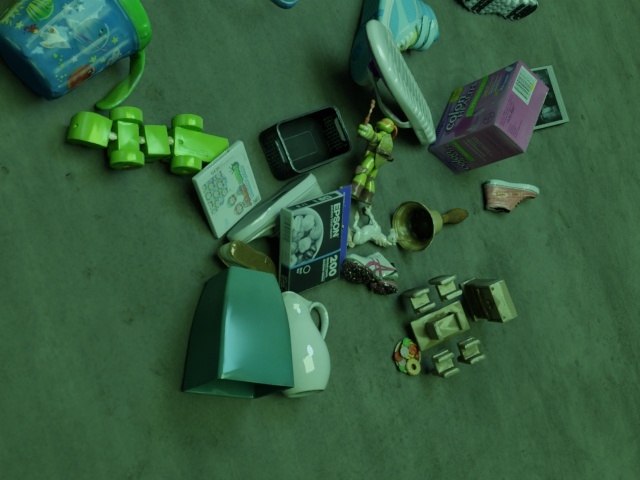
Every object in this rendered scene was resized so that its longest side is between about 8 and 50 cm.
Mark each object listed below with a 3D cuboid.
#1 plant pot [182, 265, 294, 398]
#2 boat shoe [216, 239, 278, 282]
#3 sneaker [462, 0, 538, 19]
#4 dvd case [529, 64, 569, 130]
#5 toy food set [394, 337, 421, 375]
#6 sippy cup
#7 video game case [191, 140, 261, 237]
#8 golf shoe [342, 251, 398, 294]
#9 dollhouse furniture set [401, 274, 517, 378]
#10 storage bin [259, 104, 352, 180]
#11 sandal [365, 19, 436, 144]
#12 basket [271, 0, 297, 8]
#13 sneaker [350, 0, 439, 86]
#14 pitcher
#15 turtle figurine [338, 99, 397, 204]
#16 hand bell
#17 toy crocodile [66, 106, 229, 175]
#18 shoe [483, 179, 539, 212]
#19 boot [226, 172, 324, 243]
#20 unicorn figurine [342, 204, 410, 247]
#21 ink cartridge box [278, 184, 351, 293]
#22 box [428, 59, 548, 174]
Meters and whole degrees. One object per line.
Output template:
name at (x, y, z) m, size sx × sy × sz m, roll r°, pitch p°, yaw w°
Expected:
plant pot at (-0.160, 0.182, 1.586) m, size 0.165 × 0.165 × 0.234 m, roll 14°, pitch 65°, yaw -31°
boat shoe at (-0.153, 0.051, 1.676) m, size 0.170 × 0.059 × 0.063 m, roll 44°, pitch 50°, yaw -43°
sneaker at (0.491, -0.707, 2.237) m, size 0.292 × 0.110 × 0.118 m, roll 0°, pitch 73°, yaw -42°
dvd case at (0.612, -0.407, 2.294) m, size 0.238 × 0.029 × 0.179 m, roll -17°, pitch 89°, yaw -35°
toy food set at (0.209, 0.276, 1.892) m, size 0.082 × 0.020 × 0.083 m, roll 29°, pitch 66°, yaw -26°
sippy cup at (-0.472, -0.389, 1.466) m, size 0.305 × 0.240 × 0.224 m, roll 45°, pitch 70°, yaw -8°
video game case at (-0.193, -0.106, 1.658) m, size 0.143 × 0.019 × 0.157 m, roll -46°, pitch 138°, yaw -32°
golf shoe at (0.113, 0.062, 1.839) m, size 0.186 × 0.067 × 0.086 m, roll 30°, pitch 53°, yaw -45°
dollhouse furniture set at (0.327, 0.186, 1.940) m, size 0.242 × 0.161 × 0.212 m, roll -22°, pitch 93°, yaw -16°
storage bin at (-0.033, -0.221, 1.795) m, size 0.180 × 0.084 × 0.122 m, roll -25°, pitch 94°, yaw -35°
sandal at (0.173, -0.343, 1.875) m, size 0.416 × 0.102 × 0.169 m, roll 47°, pitch 29°, yaw -51°
basket at (-0.131, -0.672, 1.749) m, size 0.289 × 0.201 × 0.255 m, roll 33°, pitch 63°, yaw -13°
sneaker at (0.199, -0.496, 1.980) m, size 0.208 × 0.127 × 0.319 m, roll 24°, pitch 69°, yaw -26°
pitcher at (-0.031, 0.224, 1.694) m, size 0.177 × 0.125 × 0.207 m, roll 11°, pitch 63°, yaw -47°
turtle figurine at (0.128, -0.195, 1.853) m, size 0.087 × 0.269 × 0.217 m, roll 22°, pitch 90°, yaw 13°
hand bell at (0.301, -0.051, 1.985) m, size 0.242 × 0.126 × 0.126 m, roll -12°, pitch 87°, yaw -46°
toy crocodile at (-0.333, -0.192, 1.590) m, size 0.340 × 0.105 × 0.115 m, roll 3°, pitch 79°, yaw -38°
shoe at (0.519, -0.112, 2.154) m, size 0.177 × 0.063 × 0.081 m, roll 7°, pitch 78°, yaw -27°
boot at (-0.078, -0.034, 1.722) m, size 0.258 × 0.095 × 0.123 m, roll -39°, pitch 108°, yaw -30°
unicorn figurine at (0.116, -0.025, 1.876) m, size 0.161 × 0.060 × 0.111 m, roll -19°, pitch 95°, yaw -19°
ink cartridge box at (0.000, 0.000, 1.728) m, size 0.208 × 0.045 × 0.206 m, roll -21°, pitch 126°, yaw -38°
box at (0.425, -0.308, 2.019) m, size 0.117 × 0.243 × 0.214 m, roll 37°, pitch 63°, yaw -22°
